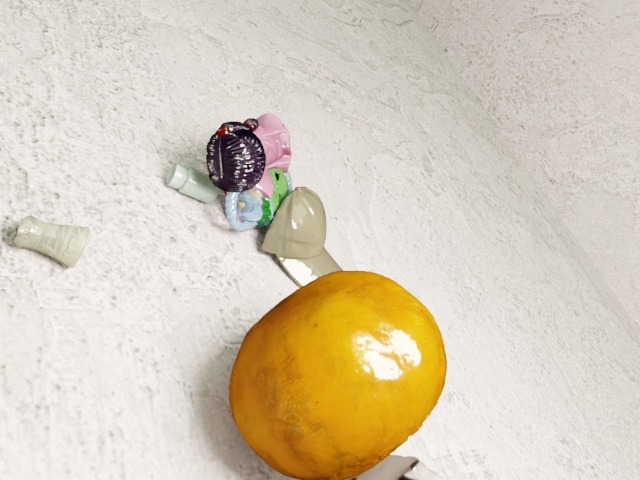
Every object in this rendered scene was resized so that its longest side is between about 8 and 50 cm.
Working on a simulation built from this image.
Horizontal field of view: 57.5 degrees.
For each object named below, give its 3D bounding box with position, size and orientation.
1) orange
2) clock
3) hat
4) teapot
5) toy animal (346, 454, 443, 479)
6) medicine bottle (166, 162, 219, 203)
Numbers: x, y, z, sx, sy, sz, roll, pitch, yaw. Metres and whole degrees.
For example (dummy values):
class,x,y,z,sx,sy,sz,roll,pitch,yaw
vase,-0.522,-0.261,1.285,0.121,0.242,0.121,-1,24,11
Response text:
class,x,y,z,sx,sy,sz,roll,pitch,yaw
orange,0.020,0.165,0.747,0.226,0.284,0.284,53,33,-4
clock,-0.121,-0.115,1.007,0.195,0.100,0.193,-39,129,-65
hat,0.000,0.000,1.062,0.173,0.144,0.166,28,31,5
teapot,-0.348,-0.003,0.753,0.083,0.057,0.067,21,2,-27
toy animal,0.054,0.360,0.656,0.208,0.204,0.155,-24,86,-36
medicine bottle,-0.217,-0.098,0.997,0.083,0.047,0.047,24,38,-29
